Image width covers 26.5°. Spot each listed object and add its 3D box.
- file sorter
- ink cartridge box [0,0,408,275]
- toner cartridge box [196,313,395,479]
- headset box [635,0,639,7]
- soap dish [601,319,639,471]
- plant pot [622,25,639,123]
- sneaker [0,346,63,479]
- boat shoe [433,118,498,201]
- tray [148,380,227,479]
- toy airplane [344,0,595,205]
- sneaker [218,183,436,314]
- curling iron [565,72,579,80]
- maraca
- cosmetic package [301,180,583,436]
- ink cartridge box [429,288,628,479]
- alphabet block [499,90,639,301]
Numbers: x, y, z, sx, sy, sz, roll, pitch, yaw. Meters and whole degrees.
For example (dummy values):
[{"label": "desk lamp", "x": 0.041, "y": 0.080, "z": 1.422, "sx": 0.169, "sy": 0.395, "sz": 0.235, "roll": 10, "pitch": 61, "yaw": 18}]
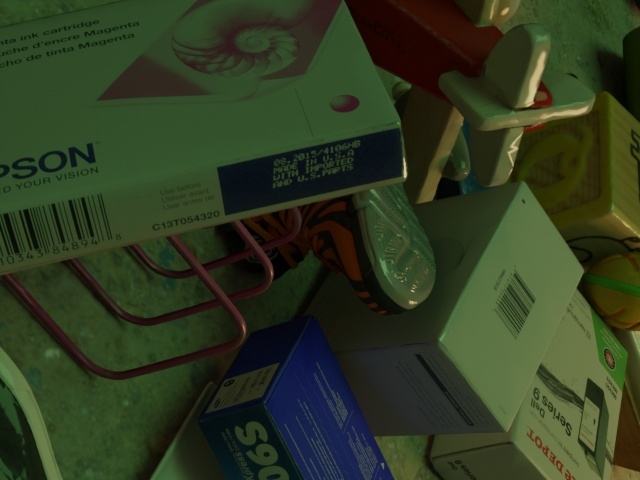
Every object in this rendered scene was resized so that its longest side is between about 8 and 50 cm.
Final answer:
[{"label": "file sorter", "x": -0.128, "y": -0.046, "z": 1.198, "sx": 0.182, "sy": 0.202, "sz": 0.290, "roll": 54, "pitch": 39, "yaw": -26}, {"label": "ink cartridge box", "x": -0.133, "y": -0.128, "z": 1.051, "sx": 0.330, "sy": 0.324, "sz": 0.071, "roll": -111, "pitch": -170, "yaw": -46}, {"label": "toner cartridge box", "x": 0.012, "y": 0.261, "z": 1.289, "sx": 0.347, "sy": 0.075, "sz": 0.165, "roll": 65, "pitch": 26, "yaw": -17}, {"label": "headset box", "x": 0.615, "y": -0.529, "z": 2.441, "sx": 0.218, "sy": 0.110, "sz": 0.293, "roll": 50, "pitch": 41, "yaw": -25}, {"label": "soap dish", "x": 0.468, "y": 0.181, "z": 1.924, "sx": 0.291, "sy": 0.118, "sz": 0.228, "roll": -20, "pitch": 91, "yaw": -54}, {"label": "plant pot", "x": 0.612, "y": -0.174, "z": 2.182, "sx": 0.275, "sy": 0.275, "sz": 0.293, "roll": 18, "pitch": 76, "yaw": -47}, {"label": "sneaker", "x": -0.271, "y": 0.185, "z": 0.983, "sx": 0.147, "sy": 0.105, "sz": 0.295, "roll": -41, "pitch": 112, "yaw": -57}, {"label": "boat shoe", "x": 0.169, "y": -0.135, "z": 1.717, "sx": 0.109, "sy": 0.089, "sz": 0.258, "roll": 28, "pitch": 58, "yaw": -26}, {"label": "tray", "x": -0.118, "y": 0.267, "z": 1.208, "sx": 0.145, "sy": 0.030, "sz": 0.270, "roll": 53, "pitch": 40, "yaw": -21}, {"label": "toy airplane", "x": 0.144, "y": -0.240, "z": 1.476, "sx": 0.272, "sy": 0.386, "sz": 0.384, "roll": -30, "pitch": 99, "yaw": -41}, {"label": "sneaker", "x": 0.000, "y": 0.000, "z": 1.332, "sx": 0.124, "sy": 0.180, "sz": 0.321, "roll": 50, "pitch": 15, "yaw": -27}, {"label": "curling iron", "x": 0.317, "y": -0.207, "z": 1.976, "sx": 0.274, "sy": 0.035, "sz": 0.068, "roll": -11, "pitch": 83, "yaw": -54}, {"label": "maraca", "x": 0.408, "y": 0.069, "z": 1.747, "sx": 0.186, "sy": 0.127, "sz": 0.099, "roll": 17, "pitch": 92, "yaw": -52}, {"label": "cosmetic package", "x": 0.114, "y": 0.076, "z": 1.401, "sx": 0.138, "sy": 0.225, "sz": 0.224, "roll": 53, "pitch": 51, "yaw": -26}, {"label": "ink cartridge box", "x": 0.260, "y": 0.199, "z": 1.644, "sx": 0.211, "sy": 0.122, "sz": 0.289, "roll": 47, "pitch": 42, "yaw": -30}, {"label": "alphabet block", "x": 0.359, "y": -0.052, "z": 1.832, "sx": 0.197, "sy": 0.192, "sz": 0.193, "roll": 32, "pitch": 49, "yaw": -39}]
